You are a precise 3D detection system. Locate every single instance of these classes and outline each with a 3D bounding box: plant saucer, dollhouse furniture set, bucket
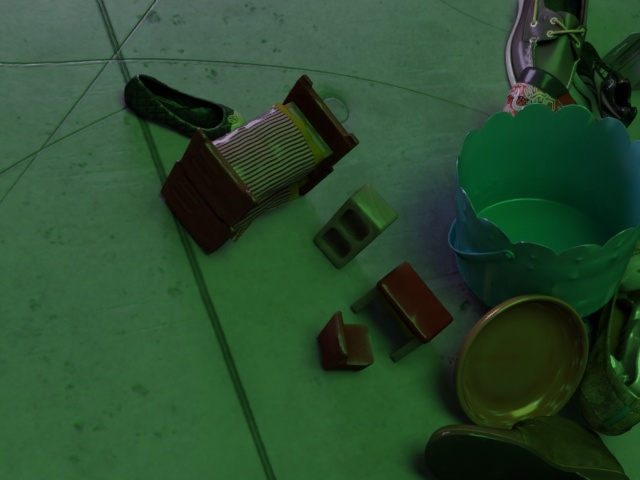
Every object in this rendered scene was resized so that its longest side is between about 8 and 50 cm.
[{"bbox_3d":[0.260,0.159,1.607,0.200,0.200,0.037,7,17,-26],"label":"plant saucer"},{"bbox_3d":[0.000,0.000,1.545,0.201,0.152,0.374,-36,84,-38],"label":"dollhouse furniture set"},{"bbox_3d":[0.308,-0.034,1.663,0.281,0.183,0.281,1,48,-1],"label":"bucket"}]

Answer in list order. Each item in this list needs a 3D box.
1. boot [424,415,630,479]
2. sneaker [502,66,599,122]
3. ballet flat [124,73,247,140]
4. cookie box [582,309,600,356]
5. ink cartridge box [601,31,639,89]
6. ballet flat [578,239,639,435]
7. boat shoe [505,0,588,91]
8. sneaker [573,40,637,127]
[{"bbox_3d":[0.261,0.279,1.582,0.305,0.112,0.115,17,35,-23],"label":"boot"},{"bbox_3d":[0.361,-0.140,1.874,0.270,0.090,0.145,34,85,-40],"label":"sneaker"},{"bbox_3d":[-0.176,-0.173,1.611,0.173,0.049,0.057,15,58,-21],"label":"ballet flat"},{"bbox_3d":[0.404,0.149,1.755,0.107,0.040,0.092,-18,73,-35],"label":"cookie box"},{"bbox_3d":[0.570,-0.307,2.066,0.180,0.104,0.060,-11,70,-32],"label":"ink cartridge box"},{"bbox_3d":[0.446,0.113,1.698,0.123,0.123,0.348,32,52,-10],"label":"ballet flat"},{"bbox_3d":[0.381,-0.345,1.987,0.117,0.097,0.324,24,54,-16],"label":"boat shoe"},{"bbox_3d":[0.473,-0.256,2.000,0.072,0.077,0.178,-9,68,-34],"label":"sneaker"}]
